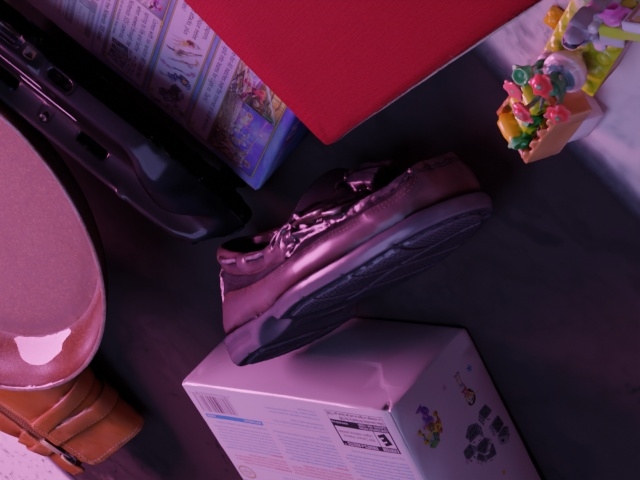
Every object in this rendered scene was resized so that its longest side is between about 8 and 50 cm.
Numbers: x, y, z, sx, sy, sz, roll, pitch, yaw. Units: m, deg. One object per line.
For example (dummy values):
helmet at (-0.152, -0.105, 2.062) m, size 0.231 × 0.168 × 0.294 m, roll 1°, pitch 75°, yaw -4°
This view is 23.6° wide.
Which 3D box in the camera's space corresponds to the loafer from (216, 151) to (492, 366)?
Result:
loafer at (0.000, 0.000, 0.988) m, size 0.302 × 0.109 × 0.095 m, roll -39°, pitch 70°, yaw 58°

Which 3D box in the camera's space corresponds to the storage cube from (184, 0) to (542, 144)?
storage cube at (0.029, -0.190, 0.653) m, size 0.193 × 0.184 × 0.215 m, roll 46°, pitch 148°, yaw -8°

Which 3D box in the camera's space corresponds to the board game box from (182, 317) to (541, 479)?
board game box at (0.061, 0.200, 1.166) m, size 0.224 × 0.097 × 0.303 m, roll 4°, pitch 130°, yaw 47°

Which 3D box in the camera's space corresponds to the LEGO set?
LEGO set at (0.154, -0.085, 0.710) m, size 0.287 × 0.107 × 0.132 m, roll -6°, pitch 124°, yaw 50°

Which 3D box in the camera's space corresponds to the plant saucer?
plant saucer at (-0.286, -0.019, 1.197) m, size 0.310 × 0.050 × 0.311 m, roll 17°, pitch 131°, yaw 21°

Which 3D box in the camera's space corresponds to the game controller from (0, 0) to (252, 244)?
game controller at (-0.180, -0.113, 1.038) m, size 0.319 × 0.067 × 0.166 m, roll 37°, pitch 167°, yaw 16°

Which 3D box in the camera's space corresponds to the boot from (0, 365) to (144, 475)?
boot at (-0.256, 0.117, 1.415) m, size 0.220 × 0.109 × 0.283 m, roll 40°, pitch 138°, yaw -10°

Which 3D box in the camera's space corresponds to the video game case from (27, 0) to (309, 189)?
video game case at (-0.081, -0.184, 0.895) m, size 0.244 × 0.061 × 0.269 m, roll 40°, pitch 149°, yaw 5°
